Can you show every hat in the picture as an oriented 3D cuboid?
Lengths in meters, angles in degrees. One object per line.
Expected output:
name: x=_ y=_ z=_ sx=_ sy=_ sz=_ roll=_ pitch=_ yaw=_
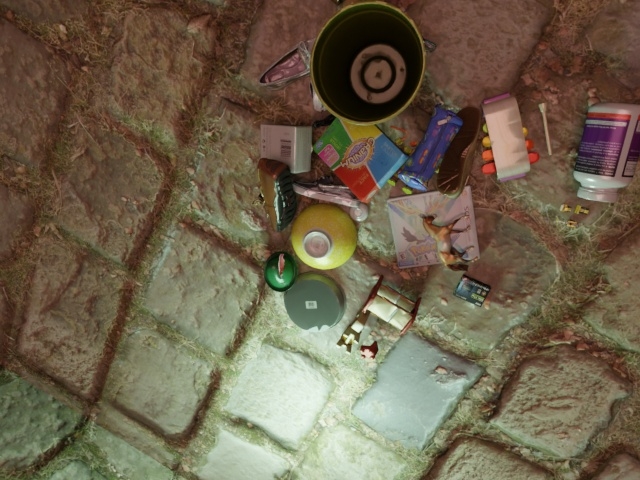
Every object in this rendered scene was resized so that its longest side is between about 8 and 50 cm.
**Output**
hat: x=-0.210 y=0.127 z=1.951 sx=0.172 sy=0.183 sz=0.209 roll=19 pitch=98 yaw=23

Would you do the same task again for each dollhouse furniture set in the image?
dollhouse furniture set: x=0.246 y=0.355 z=1.965 sx=0.201 sy=0.152 sz=0.374 roll=32 pitch=127 yaw=3

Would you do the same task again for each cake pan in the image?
cake pan: x=-0.033 y=0.282 z=2.039 sx=0.292 sy=0.054 sz=0.294 roll=3 pitch=105 yaw=13

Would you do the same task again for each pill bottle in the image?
pill bottle: x=0.989 y=-0.302 z=1.567 sx=0.181 sy=0.181 sz=0.323 roll=9 pitch=107 yaw=11

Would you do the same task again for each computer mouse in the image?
computer mouse: x=0.001 y=-0.547 z=1.795 sx=0.105 sy=0.042 sz=0.193 roll=-16 pitch=101 yaw=-16

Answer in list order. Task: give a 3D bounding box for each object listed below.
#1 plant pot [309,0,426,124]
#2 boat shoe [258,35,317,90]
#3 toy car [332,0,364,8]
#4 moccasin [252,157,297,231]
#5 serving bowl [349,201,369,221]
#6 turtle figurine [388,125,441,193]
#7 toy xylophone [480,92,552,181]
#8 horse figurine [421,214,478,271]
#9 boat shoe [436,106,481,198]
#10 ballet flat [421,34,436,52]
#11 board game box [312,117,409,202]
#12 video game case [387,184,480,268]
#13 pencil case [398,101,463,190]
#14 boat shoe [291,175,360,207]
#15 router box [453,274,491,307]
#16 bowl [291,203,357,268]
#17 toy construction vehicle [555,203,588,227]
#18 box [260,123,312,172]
plant pot: x=0.184 y=-0.593 z=1.592 sx=0.365 sy=0.353 sz=0.367 roll=3 pitch=105 yaw=13
boat shoe: x=-0.096 y=-0.686 z=1.767 sx=0.320 sy=0.103 sz=0.118 roll=-23 pitch=98 yaw=18
toy car: x=0.129 y=-0.866 z=1.646 sx=0.148 sy=0.155 sz=0.188 roll=-31 pitch=105 yaw=19
moccasin: x=-0.190 y=-0.175 z=1.842 sx=0.146 sy=0.380 sz=0.139 roll=32 pitch=66 yaw=23
serving bowl: x=0.159 y=-0.118 z=1.899 sx=0.083 sy=0.027 sz=0.084 roll=3 pitch=106 yaw=12
turtle figurine: x=0.343 y=-0.306 z=1.767 sx=0.269 sy=0.087 sz=0.218 roll=30 pitch=90 yaw=-8
toy xylophone: x=0.708 y=-0.377 z=1.667 sx=0.236 sy=0.081 sz=0.323 roll=-5 pitch=103 yaw=15
horse figurine: x=0.512 y=0.013 z=1.792 sx=0.174 sy=0.066 sz=0.264 roll=-14 pitch=99 yaw=10
boat shoe: x=0.522 y=-0.326 z=1.714 sx=0.121 sy=0.110 sz=0.342 roll=19 pitch=92 yaw=34
ballet flat: x=0.372 y=-0.731 z=1.677 sx=0.114 sy=0.041 sz=0.041 roll=38 pitch=110 yaw=2
board game box: x=0.149 y=-0.341 z=1.764 sx=0.242 sy=0.064 sz=0.317 roll=-48 pitch=69 yaw=21
video game case: x=0.455 y=-0.050 z=1.841 sx=0.328 sy=0.036 sz=0.300 roll=-8 pitch=102 yaw=16
pencil case: x=0.399 y=-0.333 z=1.647 sx=0.119 sy=0.133 sz=0.306 roll=28 pitch=96 yaw=5
boat shoe: x=0.021 y=-0.217 z=1.865 sx=0.300 sy=0.108 sz=0.102 roll=15 pitch=101 yaw=12
router box: x=0.620 y=0.206 z=1.868 sx=0.122 sy=0.038 sz=0.092 roll=24 pitch=110 yaw=6
bowl: x=0.000 y=0.000 z=1.902 sx=0.289 sy=0.156 sz=0.290 roll=4 pitch=106 yaw=13
toy construction vehicle: x=0.945 y=-0.093 z=1.711 sx=0.098 sy=0.035 sz=0.086 roll=18 pitch=108 yaw=8
box: x=-0.138 y=-0.372 z=1.828 sx=0.181 sy=0.119 sz=0.181 roll=12 pitch=108 yaw=31
